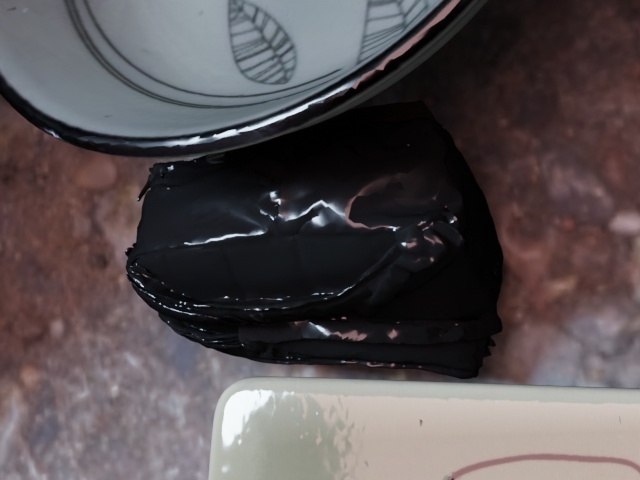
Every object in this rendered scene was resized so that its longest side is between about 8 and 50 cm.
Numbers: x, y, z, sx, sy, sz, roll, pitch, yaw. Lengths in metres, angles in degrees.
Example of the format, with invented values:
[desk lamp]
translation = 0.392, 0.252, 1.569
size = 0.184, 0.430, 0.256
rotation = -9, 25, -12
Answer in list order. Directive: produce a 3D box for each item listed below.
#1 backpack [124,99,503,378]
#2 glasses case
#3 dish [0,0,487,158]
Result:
[backpack]
translation = -0.003, -0.002, 0.526
size = 0.165, 0.120, 0.106
rotation = 2, 60, 20
[glasses case]
translation = 0.104, 0.126, 0.485
size = 0.313, 0.070, 0.131
rotation = 0, 80, 20
[dish]
translation = -0.012, -0.163, 0.518
size = 0.316, 0.106, 0.316
rotation = -12, 64, 26
